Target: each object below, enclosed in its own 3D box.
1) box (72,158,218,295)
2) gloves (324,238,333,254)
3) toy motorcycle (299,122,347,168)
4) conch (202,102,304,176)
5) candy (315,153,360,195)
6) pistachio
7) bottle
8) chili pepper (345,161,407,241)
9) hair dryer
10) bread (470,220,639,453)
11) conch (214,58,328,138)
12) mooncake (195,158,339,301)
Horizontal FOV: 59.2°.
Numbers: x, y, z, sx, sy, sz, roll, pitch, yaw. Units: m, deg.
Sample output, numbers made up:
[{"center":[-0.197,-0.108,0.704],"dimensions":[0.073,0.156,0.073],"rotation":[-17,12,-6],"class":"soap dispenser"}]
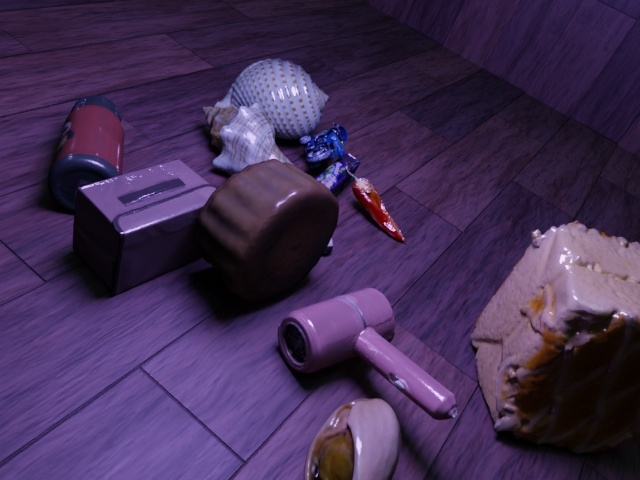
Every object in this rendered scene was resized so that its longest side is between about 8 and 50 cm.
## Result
[{"center":[-0.341,-0.035,1.124],"dimensions":[0.153,0.188,0.252],"rotation":[41,43,18],"class":"box"},{"center":[0.000,0.000,1.388],"dimensions":[0.064,0.026,0.086],"rotation":[-13,46,-40],"class":"gloves"},{"center":[0.018,-0.277,1.627],"dimensions":[0.136,0.092,0.254],"rotation":[-20,23,6],"class":"toy motorcycle"},{"center":[-0.193,-0.253,1.468],"dimensions":[0.386,0.203,0.169],"rotation":[40,-4,37],"class":"conch"},{"center":[0.011,-0.141,1.508],"dimensions":[0.061,0.088,0.312],"rotation":[36,38,6],"class":"candy"},{"center":[0.057,0.352,0.905],"dimensions":[0.153,0.138,0.238],"rotation":[56,33,-4],"class":"pistachio"},{"center":[-0.518,-0.211,1.280],"dimensions":[0.144,0.144,0.336],"rotation":[7,38,-21],"class":"bottle"},{"center":[0.142,-0.097,1.520],"dimensions":[0.268,0.050,0.059],"rotation":[53,41,0],"class":"chili pepper"},{"center":[0.101,0.219,1.032],"dimensions":[0.210,0.125,0.352],"rotation":[-12,30,-36],"class":"hair dryer"},{"center":[0.549,0.205,1.145],"dimensions":[0.371,0.390,0.279],"rotation":[17,33,-11],"class":"bread"},{"center":[-0.139,-0.437,1.678],"dimensions":[0.319,0.215,0.303],"rotation":[14,25,-4],"class":"conch"},{"center":[-0.106,-0.022,1.144],"dimensions":[0.290,0.290,0.161],"rotation":[-21,52,-43],"class":"mooncake"}]
